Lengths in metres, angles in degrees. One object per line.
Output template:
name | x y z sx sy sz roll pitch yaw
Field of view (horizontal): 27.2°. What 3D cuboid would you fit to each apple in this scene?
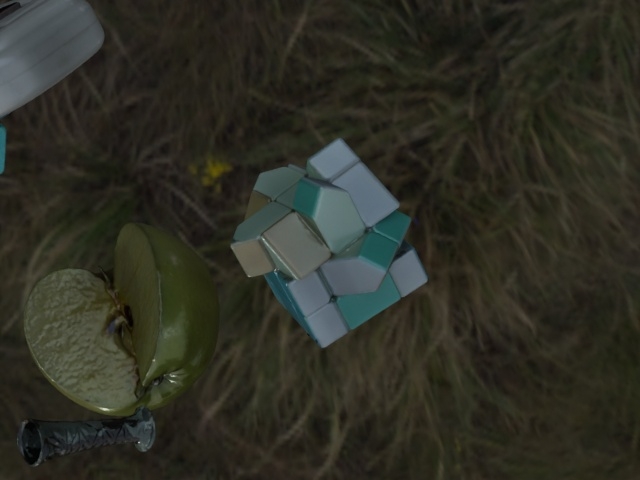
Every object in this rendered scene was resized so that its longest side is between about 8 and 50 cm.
apple | -0.289 0.134 2.071 0.295 0.257 0.233 -35 154 14

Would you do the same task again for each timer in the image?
timer | -0.363 -0.170 1.352 0.262 0.237 0.087 -13 115 32

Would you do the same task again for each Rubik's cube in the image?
Rubik's cube | 0.000 0.000 1.784 0.224 0.265 0.213 -32 120 -10

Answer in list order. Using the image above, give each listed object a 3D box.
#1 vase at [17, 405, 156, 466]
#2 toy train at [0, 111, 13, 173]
vase | -0.284 0.240 1.628 0.167 0.059 0.059 -1 126 -41
toy train | -0.497 -0.152 1.697 0.203 0.112 0.163 1 109 -20
